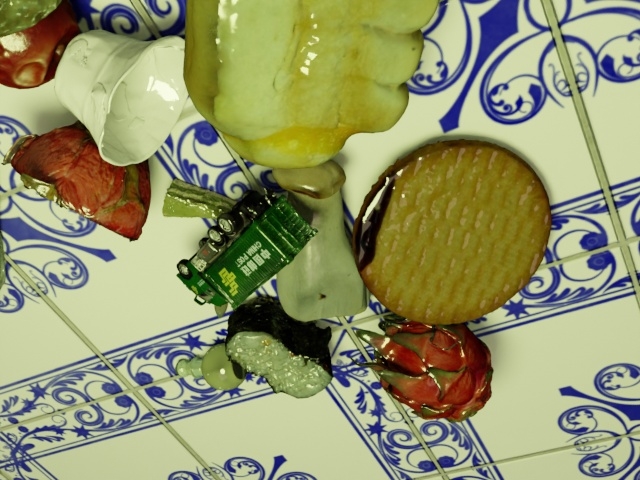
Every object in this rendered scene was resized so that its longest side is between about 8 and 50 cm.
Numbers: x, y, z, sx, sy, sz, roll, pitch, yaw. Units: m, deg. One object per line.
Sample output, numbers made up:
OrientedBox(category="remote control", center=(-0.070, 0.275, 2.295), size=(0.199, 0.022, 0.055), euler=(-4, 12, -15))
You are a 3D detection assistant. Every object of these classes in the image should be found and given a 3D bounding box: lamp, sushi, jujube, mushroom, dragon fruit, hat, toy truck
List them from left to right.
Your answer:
OrientedBox(category="jujube", center=(-0.434, -0.306, 0.915), size=(0.230, 0.155, 0.155), euler=(41, 122, -12))
OrientedBox(category="dragon fruit", center=(-0.329, -0.113, 1.041), size=(0.224, 0.218, 0.148), euler=(35, 88, -42))
OrientedBox(category="hat", center=(-0.280, -0.213, 0.966), size=(0.126, 0.203, 0.203), euler=(29, 129, 13))
OrientedBox(category="lamp", center=(-0.218, 0.246, 1.364), size=(0.163, 0.091, 0.091), euler=(-8, 128, 33))
OrientedBox(category="toy truck", center=(-0.126, 0.020, 1.083), size=(0.121, 0.088, 0.259), euler=(46, 140, -4))
OrientedBox(category="sushi", center=(-0.066, 0.187, 1.274), size=(0.213, 0.115, 0.147), euler=(34, 127, -21))
OrientedBox(category="mushroom", center=(0.000, 0.000, 1.137), size=(0.159, 0.122, 0.328), euler=(-23, 132, -23))
OrientedBox(category="dragon fruit", center=(0.184, 0.211, 1.222), size=(0.274, 0.192, 0.193), euler=(37, 100, -10))

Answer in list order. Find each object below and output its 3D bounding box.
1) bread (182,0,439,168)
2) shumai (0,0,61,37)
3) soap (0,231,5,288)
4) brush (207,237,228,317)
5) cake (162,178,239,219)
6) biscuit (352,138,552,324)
OrientedBox(category="bread", center=(-0.025, -0.258, 0.869), size=(0.301, 0.210, 0.341), euler=(-10, 136, -15))
OrientedBox(category="shumai", center=(-0.408, -0.327, 0.740), size=(0.256, 0.218, 0.189), euler=(-16, 90, -3))
OrientedBox(category="soap", center=(-0.629, 0.024, 1.117), size=(0.159, 0.257, 0.302), euler=(11, 127, -1))
OrientedBox(category="brush", center=(-0.176, 0.072, 1.254), size=(0.070, 0.021, 0.196), euler=(10, 128, 0))
OrientedBox(category="cake", center=(-0.185, -0.063, 1.132), size=(0.140, 0.051, 0.055), euler=(5, 126, 0))
OrientedBox(category="biscuit", center=(0.207, -0.007, 1.098), size=(0.318, 0.040, 0.317), euler=(-2, 117, -5))
